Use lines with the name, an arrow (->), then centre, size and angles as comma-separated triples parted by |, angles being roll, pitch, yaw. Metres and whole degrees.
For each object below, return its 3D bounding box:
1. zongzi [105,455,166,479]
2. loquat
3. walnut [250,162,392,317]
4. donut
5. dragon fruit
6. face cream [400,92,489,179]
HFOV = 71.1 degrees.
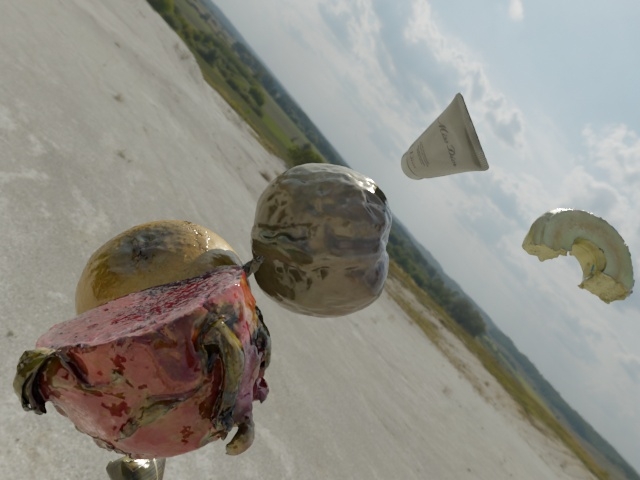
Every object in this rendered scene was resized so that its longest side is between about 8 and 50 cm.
zongzi -> -0.373, 0.559, 0.995 | 0.187, 0.084, 0.184 | 70, 13, 16
loquat -> -0.237, 0.091, 0.709 | 0.263, 0.263, 0.263 | 49, 8, -9
walnut -> 0.000, 0.001, 0.717 | 0.248, 0.248, 0.248 | 49, 8, -9
donut -> 0.386, 0.012, 0.673 | 0.166, 0.108, 0.065 | 30, -28, 2
dragon fruit -> -0.141, 0.121, 0.458 | 0.282, 0.211, 0.146 | -24, 103, -52
face cream -> 0.249, -0.186, 0.918 | 0.314, 0.089, 0.143 | 168, -98, -82
